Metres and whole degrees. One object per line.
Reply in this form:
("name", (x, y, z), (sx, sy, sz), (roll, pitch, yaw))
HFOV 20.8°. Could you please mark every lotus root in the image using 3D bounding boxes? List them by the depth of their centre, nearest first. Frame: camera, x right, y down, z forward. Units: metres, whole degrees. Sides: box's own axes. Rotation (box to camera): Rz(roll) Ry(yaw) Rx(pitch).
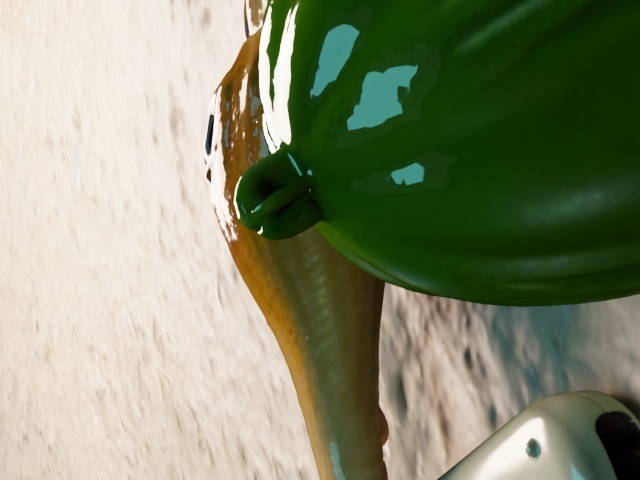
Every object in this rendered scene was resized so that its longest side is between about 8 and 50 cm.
("lotus root", (0.047, -0.045, 0.498), (0.186, 0.186, 0.186), (31, 126, 57))

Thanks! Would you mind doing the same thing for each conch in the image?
("conch", (-0.005, 0.000, 0.735), (0.109, 0.093, 0.330), (-169, 82, -72))

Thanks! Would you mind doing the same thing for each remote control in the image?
("remote control", (0.070, 0.127, 0.711), (0.221, 0.042, 0.078), (-53, 51, 57))
